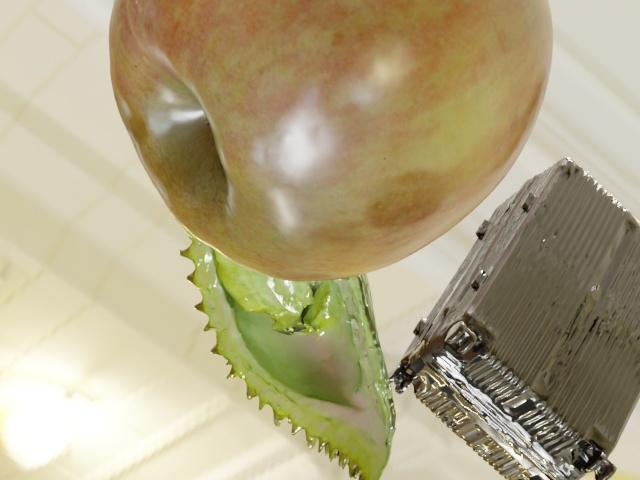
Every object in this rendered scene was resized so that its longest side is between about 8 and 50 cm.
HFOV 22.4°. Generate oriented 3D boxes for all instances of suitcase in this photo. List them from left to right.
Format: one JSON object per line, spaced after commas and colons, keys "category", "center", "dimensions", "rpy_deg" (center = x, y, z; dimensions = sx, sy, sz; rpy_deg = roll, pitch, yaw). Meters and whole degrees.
{"category": "suitcase", "center": [0.251, 0.094, 1.756], "dimensions": [0.152, 0.229, 0.335], "rpy_deg": [-39, -169, 49]}

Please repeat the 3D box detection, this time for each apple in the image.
{"category": "apple", "center": [0.006, -0.081, 0.713], "dimensions": [0.174, 0.188, 0.188], "rpy_deg": [-27, -172, -23]}

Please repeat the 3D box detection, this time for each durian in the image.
{"category": "durian", "center": [-0.006, -0.004, 1.205], "dimensions": [0.157, 0.355, 0.169], "rpy_deg": [-19, -171, -34]}
